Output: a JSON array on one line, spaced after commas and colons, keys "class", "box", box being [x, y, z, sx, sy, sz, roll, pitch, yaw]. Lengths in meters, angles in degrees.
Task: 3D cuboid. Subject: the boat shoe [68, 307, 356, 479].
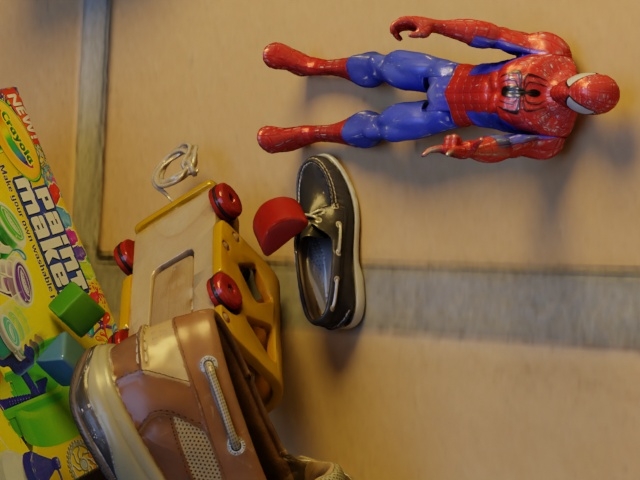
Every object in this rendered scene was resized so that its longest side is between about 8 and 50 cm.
[{"class": "boat shoe", "box": [-0.031, 0.188, 1.247, 0.120, 0.122, 0.324, -31, 102, 8]}]

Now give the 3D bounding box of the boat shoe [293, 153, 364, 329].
[{"class": "boat shoe", "box": [0.000, 0.000, 1.347, 0.046, 0.038, 0.125, -13, 78, 40]}]

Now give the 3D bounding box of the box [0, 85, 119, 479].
[{"class": "box", "box": [-0.302, 0.068, 1.387, 0.177, 0.279, 0.290, -23, 90, 27]}]

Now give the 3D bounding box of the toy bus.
[{"class": "toy bus", "box": [-0.078, 0.046, 1.366, 0.191, 0.104, 0.202, 12, 60, 53]}]

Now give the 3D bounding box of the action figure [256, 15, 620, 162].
[{"class": "action figure", "box": [0.052, -0.095, 1.248, 0.280, 0.139, 0.091, 2, 89, 39]}]
